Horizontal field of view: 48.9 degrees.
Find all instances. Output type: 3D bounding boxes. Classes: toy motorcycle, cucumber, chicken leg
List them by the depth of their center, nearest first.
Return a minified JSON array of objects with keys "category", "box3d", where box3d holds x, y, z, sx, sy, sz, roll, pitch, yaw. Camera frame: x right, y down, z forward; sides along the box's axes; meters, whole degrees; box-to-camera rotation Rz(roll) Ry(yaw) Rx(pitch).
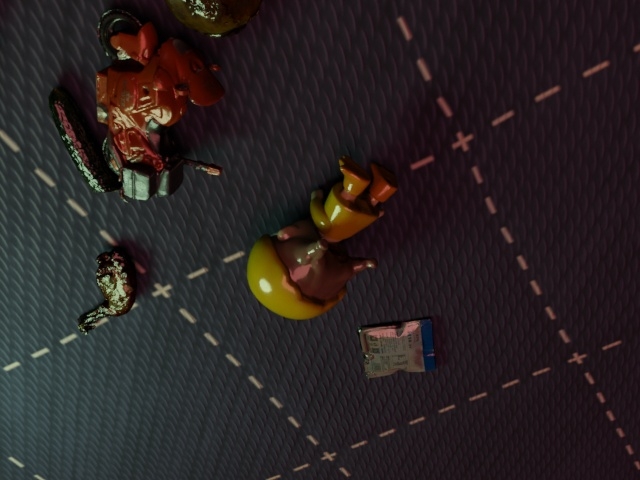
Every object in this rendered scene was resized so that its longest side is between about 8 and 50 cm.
[{"category":"toy motorcycle","box3d":[-0.273,-0.213,1.186,0.221,0.148,0.326,18,126,11]},{"category":"cucumber","box3d":[-0.426,-0.174,1.254,0.058,0.052,0.215,-32,128,-16]},{"category":"chicken leg","box3d":[-0.445,0.118,1.483,0.106,0.051,0.253,24,124,-13]}]

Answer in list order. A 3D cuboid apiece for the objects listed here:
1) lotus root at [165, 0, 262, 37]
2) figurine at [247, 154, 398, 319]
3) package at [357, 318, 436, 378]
[{"category":"lotus root","box3d":[-0.172,-0.469,0.946,0.179,0.196,0.397,11,137,23]},{"category":"figurine","box3d":[0.000,0.000,1.343,0.215,0.187,0.344,19,119,-32]},{"category":"package","box3d":[0.181,0.256,1.640,0.173,0.027,0.171,-9,125,3]}]
